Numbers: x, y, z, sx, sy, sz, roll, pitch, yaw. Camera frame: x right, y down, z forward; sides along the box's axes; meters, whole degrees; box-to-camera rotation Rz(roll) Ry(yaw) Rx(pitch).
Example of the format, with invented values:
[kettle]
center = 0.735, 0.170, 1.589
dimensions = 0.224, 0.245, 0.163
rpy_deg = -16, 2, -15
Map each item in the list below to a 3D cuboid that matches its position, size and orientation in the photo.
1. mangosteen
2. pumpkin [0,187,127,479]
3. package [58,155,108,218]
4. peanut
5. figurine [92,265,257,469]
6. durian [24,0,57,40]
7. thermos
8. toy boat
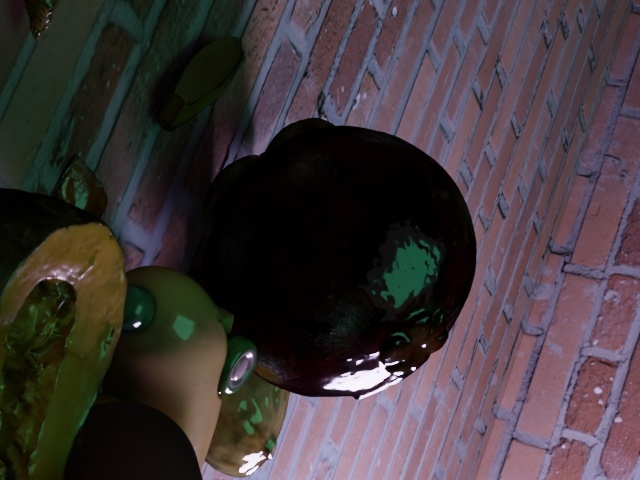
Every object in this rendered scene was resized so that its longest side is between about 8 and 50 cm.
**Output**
[mangosteen]
center = 0.012, 0.014, 1.732
dimensions = 0.311, 0.311, 0.311
rpy_deg = 14, 90, -69
[pumpkin]
center = -0.264, 0.118, 1.334
dimensions = 0.222, 0.139, 0.317
rpy_deg = 36, 69, -65
[package]
center = -0.220, -0.012, 1.513
dimensions = 0.077, 0.033, 0.111
rpy_deg = 39, 50, -43
[peanut]
center = -0.091, 0.178, 1.867
dimensions = 0.140, 0.109, 0.159
rpy_deg = 92, 9, -56
[figurine]
center = -0.181, 0.174, 1.597
dimensions = 0.222, 0.124, 0.324
rpy_deg = -23, 135, -59
[durian]
center = -0.212, -0.253, 1.304
dimensions = 0.140, 0.078, 0.224
rpy_deg = -51, 147, -48
[thermos]
center = -0.158, 0.251, 1.387
dimensions = 0.265, 0.146, 0.176
rpy_deg = -132, -136, -74
[toy boat]
center = -0.116, -0.160, 1.666
dimensions = 0.049, 0.047, 0.149
rpy_deg = -51, -179, 46
